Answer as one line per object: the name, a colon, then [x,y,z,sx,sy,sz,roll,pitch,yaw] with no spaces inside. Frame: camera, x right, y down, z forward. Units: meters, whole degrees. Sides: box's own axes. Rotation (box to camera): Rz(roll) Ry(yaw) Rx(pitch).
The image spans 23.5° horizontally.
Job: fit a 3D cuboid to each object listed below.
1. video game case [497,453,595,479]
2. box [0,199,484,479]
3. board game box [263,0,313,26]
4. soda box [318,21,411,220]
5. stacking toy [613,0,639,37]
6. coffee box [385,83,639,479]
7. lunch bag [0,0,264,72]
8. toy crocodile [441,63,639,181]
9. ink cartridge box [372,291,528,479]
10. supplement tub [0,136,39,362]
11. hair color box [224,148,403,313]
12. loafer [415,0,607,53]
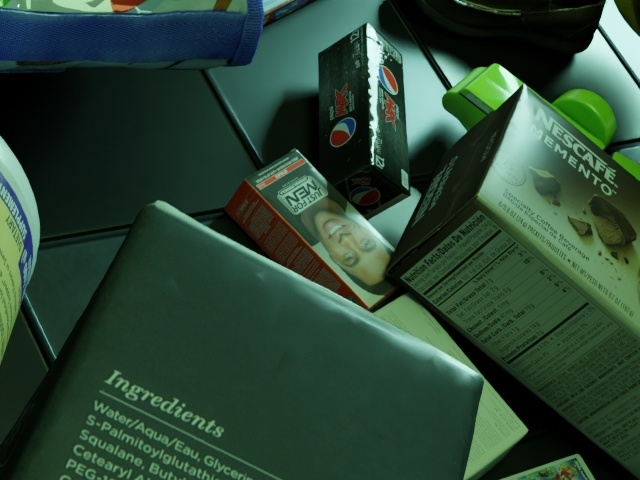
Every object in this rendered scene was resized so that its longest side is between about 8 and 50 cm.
video game case: [0.173,0.213,1.155,0.122,0.011,0.087,-11,60,-37]
box: [-0.106,0.237,0.762,0.212,0.293,0.395,28,45,-9]
board game box: [-0.035,-0.289,1.440,0.145,0.027,0.281,46,45,9]
soda box: [0.035,-0.100,1.292,0.053,0.060,0.169,36,38,-35]
stacking toy: [0.401,-0.268,1.489,0.350,0.350,0.480,-1,31,-32]
coffee box: [0.217,0.040,1.221,0.297,0.119,0.168,39,41,-8]
lunch bag: [-0.250,-0.258,1.134,0.328,0.239,0.385,-4,46,-30]
toy crocodile: [0.253,-0.036,1.361,0.340,0.105,0.115,36,44,7]
ink cartridge box: [0.050,0.132,1.129,0.179,0.045,0.145,-28,72,-40]
supplement tub: [-0.302,0.078,0.815,0.241,0.241,0.331,22,46,-14]
hair color box: [0.000,0.000,1.206,0.141,0.043,0.072,46,43,9]
loafer: [0.186,-0.246,1.501,0.220,0.078,0.080,6,51,-28]
